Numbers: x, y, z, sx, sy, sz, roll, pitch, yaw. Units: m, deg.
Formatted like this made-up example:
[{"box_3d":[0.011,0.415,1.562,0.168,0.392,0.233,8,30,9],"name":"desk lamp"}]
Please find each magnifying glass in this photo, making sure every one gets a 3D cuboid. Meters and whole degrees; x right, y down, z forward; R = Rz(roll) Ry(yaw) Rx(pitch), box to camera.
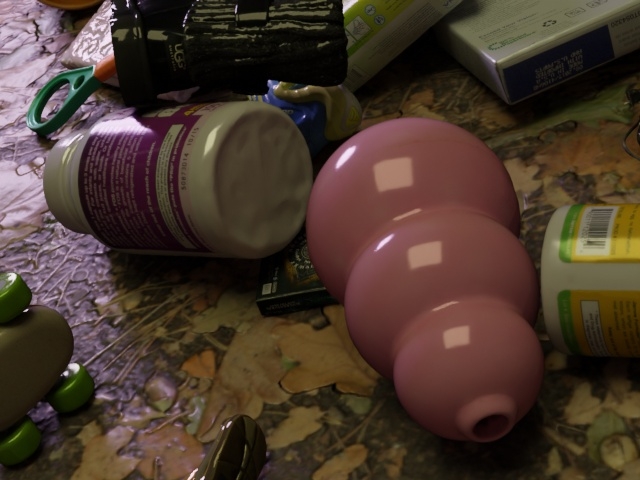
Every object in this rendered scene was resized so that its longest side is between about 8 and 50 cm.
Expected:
[{"box_3d":[-0.315,-0.214,1.746,0.231,0.026,0.092,-26,44,30],"name":"magnifying glass"}]

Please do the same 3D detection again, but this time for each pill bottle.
[{"box_3d":[-0.168,-0.066,1.437,0.301,0.169,0.169,2,43,41],"name":"pill bottle"},{"box_3d":[0.325,0.035,1.121,0.245,0.136,0.136,0,43,25],"name":"pill bottle"}]

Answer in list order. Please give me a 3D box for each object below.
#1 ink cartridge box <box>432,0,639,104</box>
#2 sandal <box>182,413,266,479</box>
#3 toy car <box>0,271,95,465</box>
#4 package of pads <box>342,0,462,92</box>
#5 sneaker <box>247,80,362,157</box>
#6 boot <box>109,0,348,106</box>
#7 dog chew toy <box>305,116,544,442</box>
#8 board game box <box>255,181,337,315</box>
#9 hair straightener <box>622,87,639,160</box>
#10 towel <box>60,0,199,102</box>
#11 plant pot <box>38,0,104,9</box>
[{"box_3d":[0.306,-0.304,1.586,0.324,0.071,0.330,-24,29,-3],"name":"ink cartridge box"},{"box_3d":[-0.104,0.230,1.151,0.049,0.072,0.180,-13,34,36],"name":"sandal"},{"box_3d":[-0.354,0.119,1.343,0.188,0.155,0.149,11,47,48],"name":"toy car"},{"box_3d":[0.079,-0.346,1.658,0.229,0.101,0.297,-39,31,24],"name":"package of pads"},{"box_3d":[-0.063,-0.160,1.580,0.126,0.091,0.240,-44,38,-17],"name":"sneaker"},{"box_3d":[-0.104,-0.238,1.510,0.260,0.131,0.348,-11,21,-4],"name":"boot"},{"box_3d":[0.105,0.040,1.180,0.206,0.207,0.332,-20,45,2],"name":"dog chew toy"},{"box_3d":[0.000,0.000,1.408,0.126,0.026,0.186,-11,39,13],"name":"board game box"},{"box_3d":[0.370,-0.138,1.392,0.089,0.047,0.230,0,47,26],"name":"hair straightener"},{"box_3d":[-0.185,-0.344,1.800,0.317,0.053,0.332,21,69,50],"name":"towel"},{"box_3d":[-0.411,-0.475,2.057,0.205,0.205,0.188,-30,22,-11],"name":"plant pot"}]
